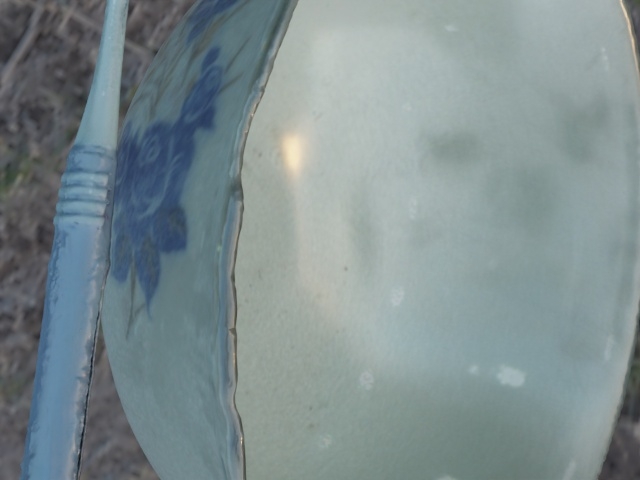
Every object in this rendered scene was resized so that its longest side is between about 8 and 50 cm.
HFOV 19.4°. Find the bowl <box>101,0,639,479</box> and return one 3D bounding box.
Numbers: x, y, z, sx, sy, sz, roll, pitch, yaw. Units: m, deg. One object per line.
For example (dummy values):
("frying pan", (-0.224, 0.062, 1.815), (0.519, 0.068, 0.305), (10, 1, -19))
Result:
("bowl", (0.000, 0.000, 0.725), (0.146, 0.313, 0.313), (7, 132, 32))

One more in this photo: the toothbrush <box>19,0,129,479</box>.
("toothbrush", (-0.058, 0.000, 0.450), (0.016, 0.219, 0.019), (3, 173, 27))
